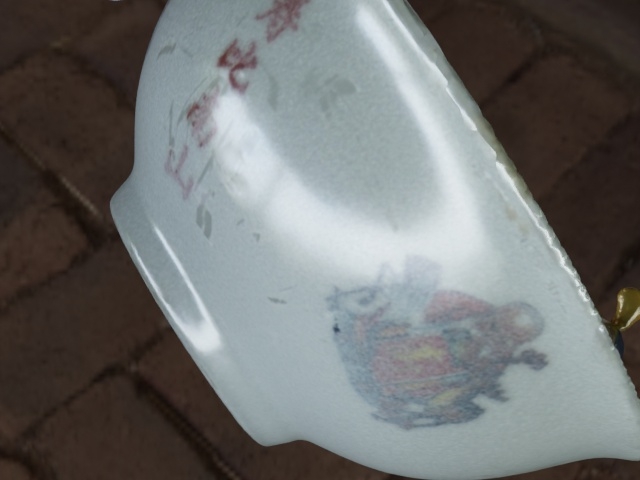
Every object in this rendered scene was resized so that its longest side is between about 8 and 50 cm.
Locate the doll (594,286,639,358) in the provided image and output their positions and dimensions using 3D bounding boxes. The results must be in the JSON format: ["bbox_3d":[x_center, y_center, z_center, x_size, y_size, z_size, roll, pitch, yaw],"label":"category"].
[{"bbox_3d":[0.189,0.092,1.225,0.089,0.102,0.179,55,46,-11],"label":"doll"}]

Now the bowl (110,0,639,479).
[{"bbox_3d":[0.000,0.000,0.944,0.196,0.435,0.435,-33,58,0],"label":"bowl"}]
